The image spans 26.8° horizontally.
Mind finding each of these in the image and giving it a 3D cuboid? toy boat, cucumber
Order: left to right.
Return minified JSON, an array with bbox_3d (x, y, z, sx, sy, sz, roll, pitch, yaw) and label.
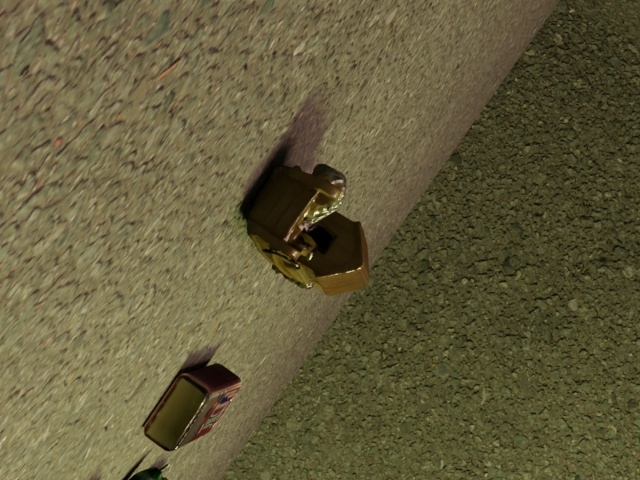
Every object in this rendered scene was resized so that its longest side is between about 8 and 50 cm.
[{"bbox_3d":[-0.316,0.427,2.117,0.250,0.056,0.056,-48,170,-43],"label":"cucumber"},{"bbox_3d":[0.000,0.000,1.779,0.136,0.162,0.445,-57,174,-6],"label":"toy boat"}]

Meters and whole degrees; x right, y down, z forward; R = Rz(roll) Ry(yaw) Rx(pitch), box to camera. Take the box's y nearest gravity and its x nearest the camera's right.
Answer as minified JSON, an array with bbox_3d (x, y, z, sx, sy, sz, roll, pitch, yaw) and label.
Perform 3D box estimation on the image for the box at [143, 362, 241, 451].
[{"bbox_3d":[-0.193,0.253,2.061,0.120,0.069,0.224,-55,173,5],"label":"box"}]

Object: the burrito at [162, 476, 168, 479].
[{"bbox_3d":[-0.318,0.521,2.328,0.299,0.105,0.143,-51,169,-32],"label":"burrito"}]
